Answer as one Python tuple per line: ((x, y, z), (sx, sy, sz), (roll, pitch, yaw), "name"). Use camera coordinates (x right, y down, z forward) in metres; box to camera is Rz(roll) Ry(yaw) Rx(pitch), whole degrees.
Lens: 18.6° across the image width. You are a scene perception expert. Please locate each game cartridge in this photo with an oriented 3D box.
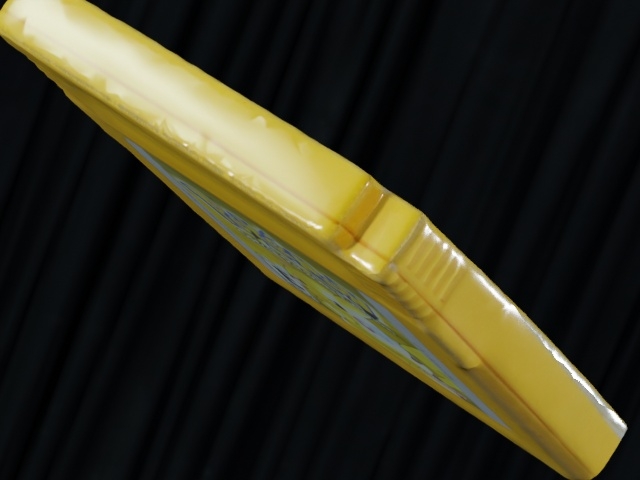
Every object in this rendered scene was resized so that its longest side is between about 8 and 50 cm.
((0.000, 0.000, 1.062), (0.285, 0.053, 0.323), (33, -4, 36), "game cartridge")
